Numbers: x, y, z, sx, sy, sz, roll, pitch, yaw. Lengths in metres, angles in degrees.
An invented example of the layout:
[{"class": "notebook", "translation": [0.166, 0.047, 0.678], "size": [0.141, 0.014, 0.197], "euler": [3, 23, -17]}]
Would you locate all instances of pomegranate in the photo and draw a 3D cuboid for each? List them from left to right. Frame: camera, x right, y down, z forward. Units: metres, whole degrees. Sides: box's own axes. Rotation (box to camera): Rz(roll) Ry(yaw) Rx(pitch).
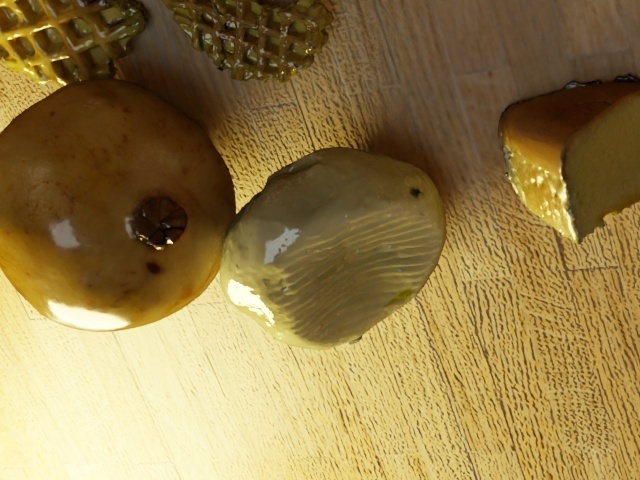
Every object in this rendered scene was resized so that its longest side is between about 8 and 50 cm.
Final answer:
[{"class": "pomegranate", "translation": [-0.245, -0.033, 1.587], "size": [0.307, 0.307, 0.307], "euler": [11, 125, 16]}]

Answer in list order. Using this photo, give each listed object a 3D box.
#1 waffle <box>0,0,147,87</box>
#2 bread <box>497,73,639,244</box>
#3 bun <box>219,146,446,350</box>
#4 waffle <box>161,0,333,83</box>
[{"class": "waffle", "translation": [-0.323, -0.294, 1.580], "size": [0.291, 0.051, 0.291], "euler": [13, 128, 17]}, {"class": "bread", "translation": [0.282, -0.094, 1.450], "size": [0.160, 0.169, 0.140], "euler": [-24, 117, -10]}, {"class": "bun", "translation": [0.000, 0.000, 1.551], "size": [0.160, 0.259, 0.259], "euler": [57, 141, 38]}, {"class": "waffle", "translation": [-0.082, -0.251, 1.504], "size": [0.194, 0.051, 0.149], "euler": [46, 127, -4]}]
